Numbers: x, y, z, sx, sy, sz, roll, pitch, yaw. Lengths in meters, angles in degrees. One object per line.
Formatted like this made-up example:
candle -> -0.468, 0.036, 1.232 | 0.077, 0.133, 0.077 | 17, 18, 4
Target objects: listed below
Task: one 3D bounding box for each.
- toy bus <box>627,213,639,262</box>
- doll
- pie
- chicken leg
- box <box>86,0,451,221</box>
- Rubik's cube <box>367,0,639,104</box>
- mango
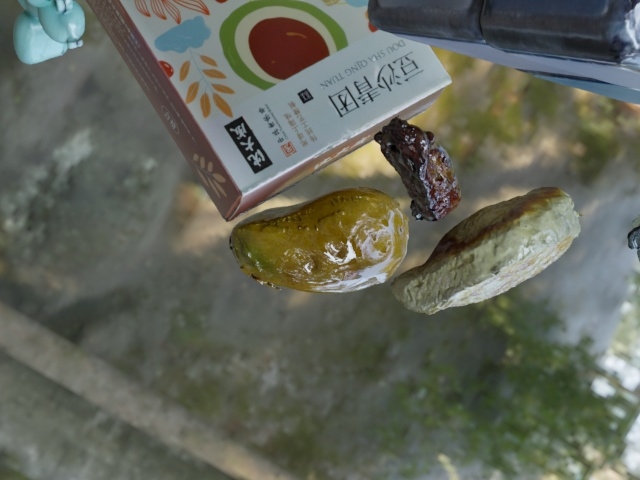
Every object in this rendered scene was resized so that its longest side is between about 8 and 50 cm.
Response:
toy bus -> 0.392, 0.048, 1.680 | 0.087, 0.194, 0.089 | -22, -163, 15
doll -> -0.259, -0.232, 1.479 | 0.059, 0.159, 0.158 | -19, 165, -23
pie -> 0.172, 0.013, 1.644 | 0.205, 0.084, 0.179 | -35, 169, 37
chicken leg -> 0.099, -0.060, 1.557 | 0.053, 0.093, 0.205 | -44, 147, -15
box -> -0.076, -0.277, 2.134 | 0.344, 0.385, 0.122 | -30, 174, -21
Rubik's cube -> 0.265, -0.265, 1.188 | 0.316, 0.318, 0.313 | 18, -83, 55
mango -> 0.000, 0.000, 2.158 | 0.151, 0.248, 0.156 | -107, -158, -49
